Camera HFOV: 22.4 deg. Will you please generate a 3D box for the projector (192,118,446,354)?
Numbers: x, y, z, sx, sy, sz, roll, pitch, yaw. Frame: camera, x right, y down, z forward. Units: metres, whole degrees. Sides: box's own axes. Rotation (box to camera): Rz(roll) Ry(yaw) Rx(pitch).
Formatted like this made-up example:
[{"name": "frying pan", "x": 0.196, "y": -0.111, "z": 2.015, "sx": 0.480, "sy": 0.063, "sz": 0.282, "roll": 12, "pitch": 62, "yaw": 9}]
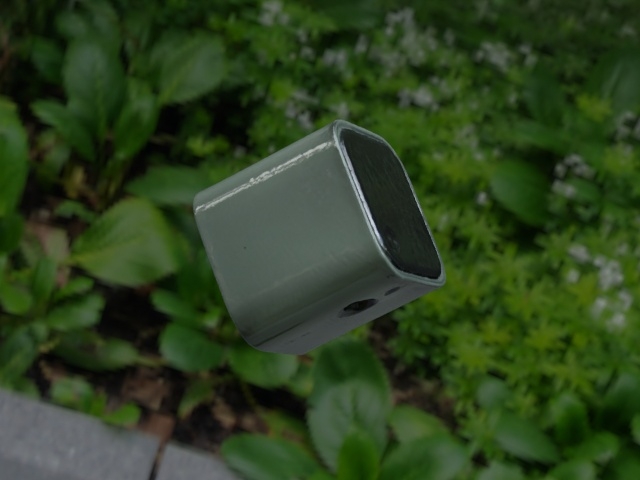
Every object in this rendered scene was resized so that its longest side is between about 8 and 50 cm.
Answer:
[{"name": "projector", "x": 0.000, "y": 0.000, "z": 0.769, "sx": 0.083, "sy": 0.082, "sz": 0.083, "roll": 14, "pitch": 52, "yaw": -64}]
